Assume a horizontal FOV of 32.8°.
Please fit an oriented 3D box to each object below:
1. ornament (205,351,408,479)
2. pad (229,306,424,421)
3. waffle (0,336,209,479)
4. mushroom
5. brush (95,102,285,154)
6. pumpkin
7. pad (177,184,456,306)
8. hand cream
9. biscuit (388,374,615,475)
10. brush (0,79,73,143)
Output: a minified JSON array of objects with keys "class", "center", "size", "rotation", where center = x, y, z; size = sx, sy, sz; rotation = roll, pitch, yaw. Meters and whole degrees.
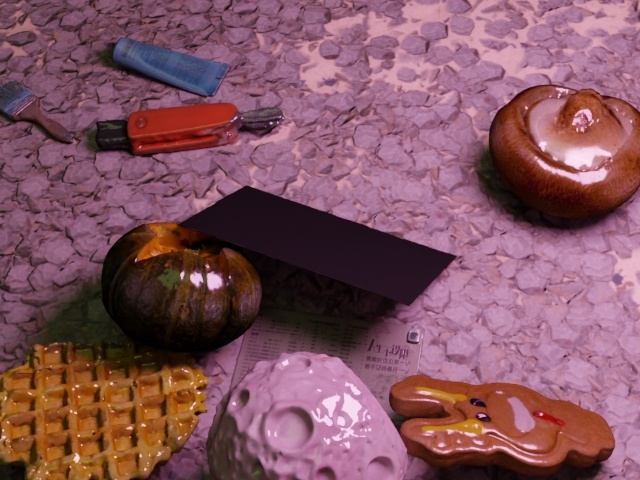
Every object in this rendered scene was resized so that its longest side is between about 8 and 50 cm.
[{"class":"ornament","center":[-0.024,0.271,1.349],"size":[0.225,0.259,0.259],"rotation":[-34,58,-9]},{"class":"pad","center":[0.011,0.174,1.573],"size":[0.265,0.009,0.160],"rotation":[6,55,9]},{"class":"waffle","center":[-0.315,0.226,1.482],"size":[0.311,0.060,0.307],"rotation":[15,37,15]},{"class":"mushroom","center":[0.388,-0.140,1.688],"size":[0.253,0.153,0.253],"rotation":[-1,52,1]},{"class":"brush","center":[-0.220,-0.189,1.837],"size":[0.323,0.051,0.070],"rotation":[-5,47,4]},{"class":"pumpkin","center":[-0.201,0.070,1.554],"size":[0.238,0.159,0.238],"rotation":[7,18,-2]},{"class":"pad","center":[0.000,0.000,1.619],"size":[0.367,0.007,0.247],"rotation":[19,22,16]},{"class":"hand cream","center":[-0.277,-0.316,1.942],"size":[0.224,0.048,0.083],"rotation":[19,57,10]},{"class":"biscuit","center":[0.241,0.240,1.433],"size":[0.295,0.044,0.186],"rotation":[5,29,-10]},{"class":"brush","center":[-0.497,-0.217,1.892],"size":[0.196,0.021,0.070],"rotation":[33,64,24]}]
